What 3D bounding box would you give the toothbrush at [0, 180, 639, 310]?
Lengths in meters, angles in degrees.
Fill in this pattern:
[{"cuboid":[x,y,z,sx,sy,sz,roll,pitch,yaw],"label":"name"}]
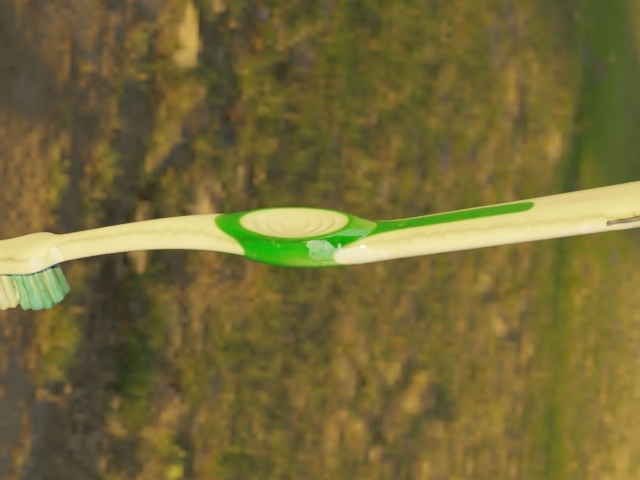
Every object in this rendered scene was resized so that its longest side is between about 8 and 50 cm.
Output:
[{"cuboid":[-0.001,-0.004,0.888,0.042,0.418,0.040,-65,142,-58],"label":"toothbrush"}]
